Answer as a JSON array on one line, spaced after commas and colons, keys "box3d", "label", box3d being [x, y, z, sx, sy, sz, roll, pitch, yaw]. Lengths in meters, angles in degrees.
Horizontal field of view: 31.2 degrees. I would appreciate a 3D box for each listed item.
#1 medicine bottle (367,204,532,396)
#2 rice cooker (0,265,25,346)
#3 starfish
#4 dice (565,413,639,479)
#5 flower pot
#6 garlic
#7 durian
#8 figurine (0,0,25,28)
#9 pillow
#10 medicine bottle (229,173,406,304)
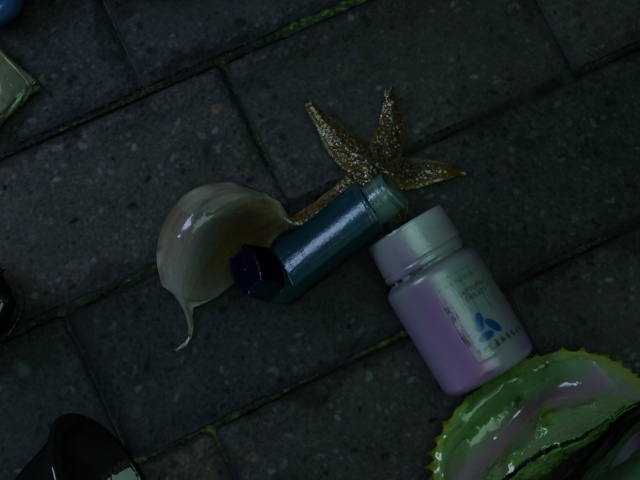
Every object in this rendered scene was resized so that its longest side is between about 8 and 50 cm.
[{"box3d": [0.185, 0.087, 1.669, 0.152, 0.152, 0.254, -29, 86, -8], "label": "medicine bottle"}, {"box3d": [-0.521, 0.077, 1.625, 0.203, 0.118, 0.142, 33, 80, 1], "label": "rice cooker"}, {"box3d": [0.064, -0.119, 1.741, 0.295, 0.048, 0.231, -20, 82, -12], "label": "starfish"}, {"box3d": [0.474, 0.443, 1.557, 0.318, 0.330, 0.322, 41, 81, 6], "label": "dice"}, {"box3d": [-0.346, 0.372, 1.567, 0.148, 0.235, 0.235, -32, 86, 10], "label": "flower pot"}, {"box3d": [-0.178, 0.017, 1.686, 0.148, 0.128, 0.266, 42, 91, 13], "label": "garlic"}, {"box3d": [0.297, 0.272, 1.638, 0.352, 0.169, 0.158, -35, 97, 4], "label": "durian"}, {"box3d": [-0.349, -0.464, 1.667, 0.416, 0.298, 0.243, -16, 110, -9], "label": "figurine"}, {"box3d": [-0.530, -0.259, 1.705, 0.208, 0.053, 0.119, 43, 82, 1], "label": "pillow"}, {"box3d": [0.000, 0.000, 1.653, 0.258, 0.124, 0.079, -37, 53, 10], "label": "medicine bottle"}]
